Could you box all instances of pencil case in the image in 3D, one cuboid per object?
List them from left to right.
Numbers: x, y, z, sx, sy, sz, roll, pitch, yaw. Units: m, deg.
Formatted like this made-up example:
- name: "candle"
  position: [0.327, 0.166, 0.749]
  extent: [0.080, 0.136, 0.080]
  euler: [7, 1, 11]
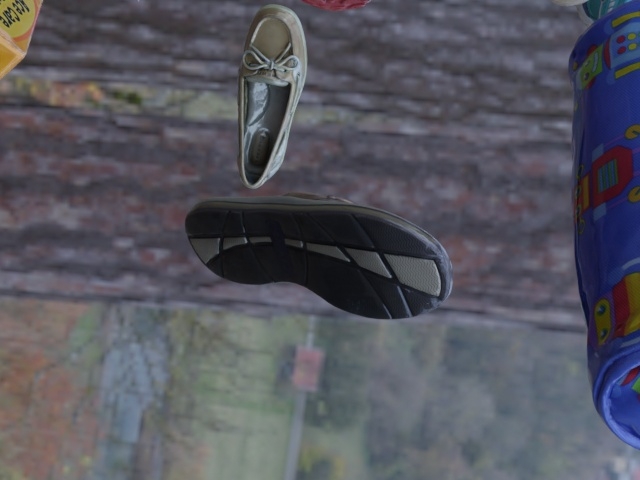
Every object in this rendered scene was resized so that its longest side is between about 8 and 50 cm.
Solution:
- name: "pencil case"
  position: [0.222, -0.013, 0.938]
  extent: [0.119, 0.133, 0.306]
  euler: [-47, -152, 43]

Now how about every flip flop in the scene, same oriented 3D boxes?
- name: "flip flop"
  position: [0.000, 0.000, 1.402]
  extent: [0.080, 0.277, 0.112]
  euler: [-41, 128, -44]

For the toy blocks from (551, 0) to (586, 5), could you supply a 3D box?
- name: "toy blocks"
  position: [0.130, -0.211, 0.909]
  extent: [0.148, 0.054, 0.123]
  euler: [6, 105, -54]

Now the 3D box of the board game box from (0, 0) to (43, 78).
- name: "board game box"
  position: [-0.408, -0.189, 0.922]
  extent: [0.356, 0.356, 0.356]
  euler: [45, 18, -23]

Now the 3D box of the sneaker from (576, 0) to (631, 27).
- name: "sneaker"
  position: [0.388, -0.292, 1.545]
  extent: [0.107, 0.275, 0.110]
  euler: [48, 8, -43]

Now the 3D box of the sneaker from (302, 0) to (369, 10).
- name: "sneaker"
  position: [0.024, -0.255, 0.963]
  extent: [0.092, 0.088, 0.225]
  euler: [-82, 180, -67]

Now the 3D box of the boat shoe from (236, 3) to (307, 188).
- name: "boat shoe"
  position: [-0.045, -0.120, 1.282]
  extent: [0.048, 0.056, 0.153]
  euler: [-77, 179, -69]
